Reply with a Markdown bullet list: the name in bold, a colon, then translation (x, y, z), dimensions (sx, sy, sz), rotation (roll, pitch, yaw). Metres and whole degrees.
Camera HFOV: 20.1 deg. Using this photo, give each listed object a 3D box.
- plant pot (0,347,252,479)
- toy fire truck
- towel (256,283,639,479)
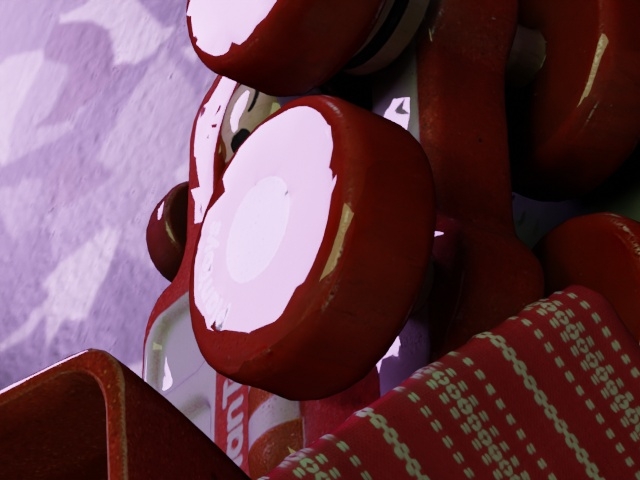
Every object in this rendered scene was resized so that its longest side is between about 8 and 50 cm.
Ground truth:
- **plant pot**: translation (-0.083, 0.234, 0.582), dimensions (0.267, 0.236, 0.267), rotation (-27, 52, 26)
- **toy fire truck**: translation (0.000, 0.000, 0.717), dimensions (0.254, 0.169, 0.302), rotation (-37, 44, 42)
- **towel**: translation (0.049, 0.138, 0.481), dimensions (0.199, 0.275, 0.031), rotation (56, 135, 6)
